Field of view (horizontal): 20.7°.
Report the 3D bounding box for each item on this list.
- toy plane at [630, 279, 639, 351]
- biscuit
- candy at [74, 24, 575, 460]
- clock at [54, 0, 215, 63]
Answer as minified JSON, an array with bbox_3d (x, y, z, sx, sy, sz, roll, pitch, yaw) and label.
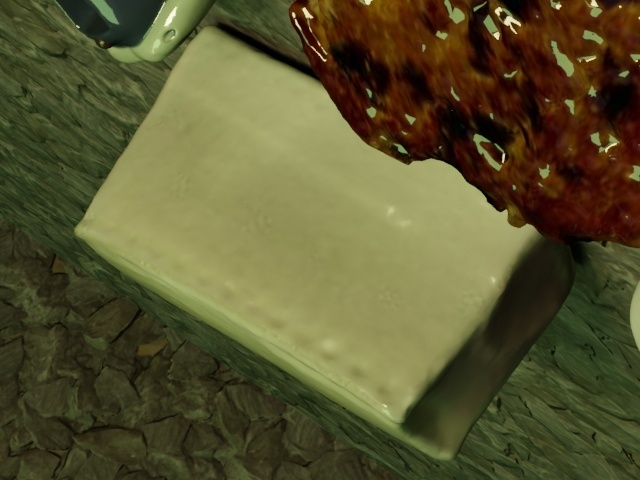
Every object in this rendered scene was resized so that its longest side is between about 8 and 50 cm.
[{"bbox_3d":[0.272,0.034,0.908,0.267,0.123,0.266,24,126,37],"label":"toy plane"},{"bbox_3d":[0.102,-0.128,0.891,0.334,0.081,0.289,0,125,56],"label":"biscuit"},{"bbox_3d":[0.002,-0.001,1.361,0.359,0.208,0.145,28,169,30],"label":"candy"},{"bbox_3d":[-0.179,-0.231,1.195,0.243,0.146,0.199,36,173,-28],"label":"clock"}]
